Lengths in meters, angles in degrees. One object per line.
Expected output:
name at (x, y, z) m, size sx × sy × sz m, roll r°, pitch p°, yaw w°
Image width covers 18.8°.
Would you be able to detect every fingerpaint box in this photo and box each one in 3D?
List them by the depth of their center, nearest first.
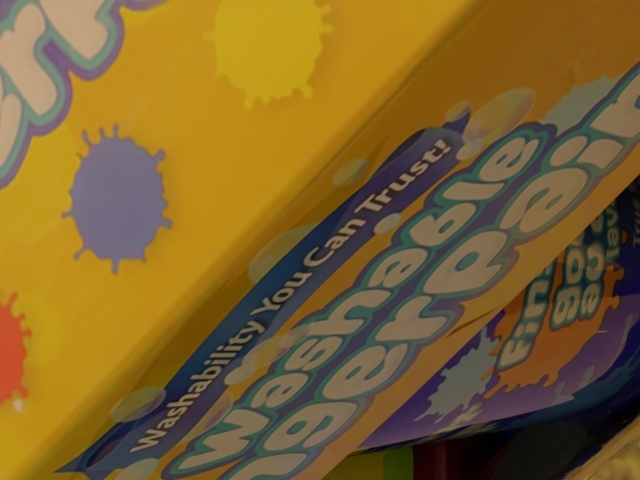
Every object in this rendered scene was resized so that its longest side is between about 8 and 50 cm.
fingerpaint box at (0.000, 0.000, 0.610) m, size 0.445 × 0.371 × 0.163 m, roll -45°, pitch 65°, yaw 27°
